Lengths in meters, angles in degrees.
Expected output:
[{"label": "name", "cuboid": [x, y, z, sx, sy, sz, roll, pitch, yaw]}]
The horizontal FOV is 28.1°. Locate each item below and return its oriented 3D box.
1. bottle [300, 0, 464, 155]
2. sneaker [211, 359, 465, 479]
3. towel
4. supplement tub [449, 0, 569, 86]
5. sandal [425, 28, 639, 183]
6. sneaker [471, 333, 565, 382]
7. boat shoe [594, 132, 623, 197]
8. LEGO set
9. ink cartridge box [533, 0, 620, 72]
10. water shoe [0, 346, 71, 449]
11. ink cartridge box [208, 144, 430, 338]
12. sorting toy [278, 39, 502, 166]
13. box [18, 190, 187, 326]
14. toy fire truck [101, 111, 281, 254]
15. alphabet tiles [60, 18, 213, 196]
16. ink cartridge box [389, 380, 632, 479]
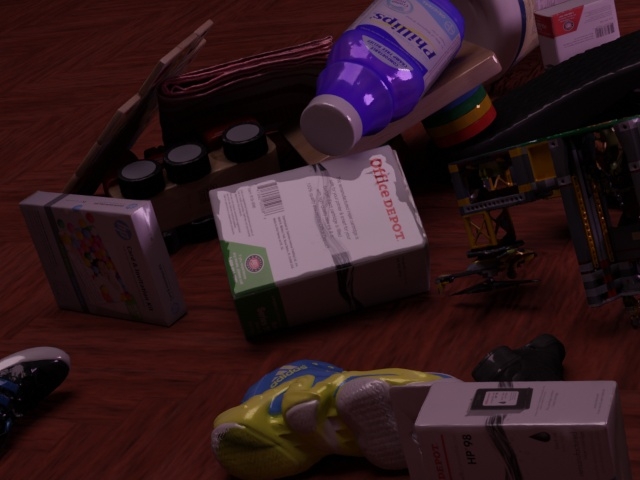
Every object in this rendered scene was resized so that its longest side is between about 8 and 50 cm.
[{"label": "bottle", "cuboid": [0.068, -0.196, 1.465, 0.118, 0.092, 0.283, 35, 45, 4]}, {"label": "sneaker", "cuboid": [0.025, 0.136, 1.113, 0.240, 0.091, 0.126, -8, 24, 14]}, {"label": "towel", "cuboid": [-0.105, -0.185, 1.766, 0.237, 0.037, 0.329, -15, -9, -7]}, {"label": "supplement tub", "cuboid": [0.257, -0.386, 1.961, 0.235, 0.235, 0.325, 4, 30, 35]}, {"label": "sandal", "cuboid": [0.351, -0.172, 1.626, 0.445, 0.107, 0.167, -26, 20, 6]}, {"label": "sneaker", "cuboid": [0.186, 0.130, 1.084, 0.089, 0.051, 0.170, 46, 24, 24]}, {"label": "boat shoe", "cuboid": [0.359, -0.074, 1.434, 0.073, 0.073, 0.207, 16, 8, -36]}, {"label": "LEGO set", "cuboid": [0.288, -0.019, 1.254, 0.331, 0.192, 0.255, -12, 3, 43]}, {"label": "ink cartridge box", "cuboid": [0.356, -0.258, 1.749, 0.099, 0.135, 0.056, -19, 21, -13]}, {"label": "water shoe", "cuboid": [-0.328, 0.178, 1.265, 0.203, 0.073, 0.080, -26, 53, -26]}, {"label": "ink cartridge box", "cuboid": [0.000, 0.000, 1.365, 0.208, 0.087, 0.153, -14, 52, -1]}, {"label": "sorting toy", "cuboid": [0.094, -0.152, 1.634, 0.257, 0.089, 0.255, -31, 19, -1]}, {"label": "box", "cuboid": [-0.248, 0.019, 1.453, 0.186, 0.145, 0.038, 6, 33, 36]}, {"label": "toy fire truck", "cuboid": [-0.189, -0.089, 1.693, 0.217, 0.158, 0.246, -22, 35, -17]}, {"label": "alphabet tiles", "cuboid": [-0.262, -0.142, 1.707, 0.342, 0.011, 0.285, -49, 4, 31]}, {"label": "ink cartridge box", "cuboid": [0.138, 0.165, 0.970, 0.180, 0.104, 0.060, -4, 27, 22]}]
